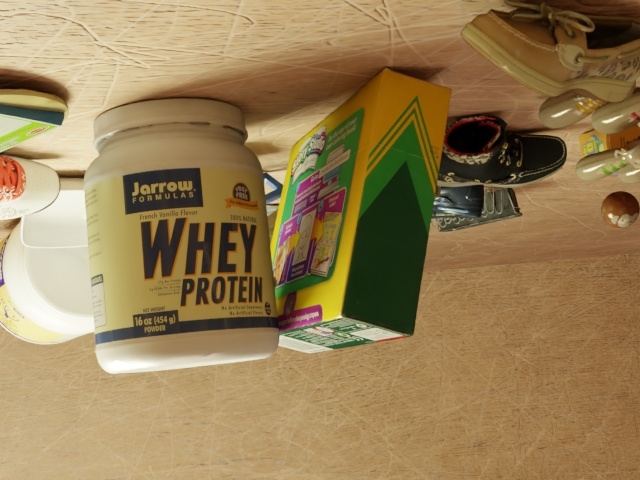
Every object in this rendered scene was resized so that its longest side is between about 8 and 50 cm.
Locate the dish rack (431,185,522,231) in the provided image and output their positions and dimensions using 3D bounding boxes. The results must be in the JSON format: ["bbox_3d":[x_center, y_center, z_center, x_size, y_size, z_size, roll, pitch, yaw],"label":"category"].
[{"bbox_3d":[0.269,-0.073,1.960,0.208,0.074,0.272,-15,168,43],"label":"dish rack"}]

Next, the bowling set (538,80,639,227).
[{"bbox_3d":[0.467,-0.128,1.329,0.287,0.199,0.154,-6,172,-33],"label":"bowling set"}]

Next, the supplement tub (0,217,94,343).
[{"bbox_3d":[-0.471,0.060,1.706,0.241,0.241,0.331,-2,171,-28],"label":"supplement tub"}]

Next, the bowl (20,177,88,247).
[{"bbox_3d":[-0.411,-0.051,1.500,0.142,0.053,0.142,-3,141,-29],"label":"bowl"}]

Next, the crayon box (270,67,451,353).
[{"bbox_3d":[0.032,-0.020,1.256,0.106,0.313,0.363,16,165,-17],"label":"crayon box"}]

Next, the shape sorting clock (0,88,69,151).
[{"bbox_3d":[-0.395,-0.139,1.070,0.206,0.040,0.206,-10,170,-2],"label":"shape sorting clock"}]

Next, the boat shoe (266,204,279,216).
[{"bbox_3d":[-0.072,-0.031,1.936,0.226,0.083,0.076,-6,171,-12],"label":"boat shoe"}]

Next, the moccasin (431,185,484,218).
[{"bbox_3d":[0.152,-0.060,1.791,0.342,0.116,0.138,-14,169,40],"label":"moccasin"}]

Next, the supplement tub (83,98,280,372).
[{"bbox_3d":[-0.182,0.000,1.208,0.236,0.324,0.235,-6,172,-1],"label":"supplement tub"}]

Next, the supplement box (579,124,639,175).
[{"bbox_3d":[0.561,-0.155,1.604,0.234,0.078,0.080,-2,174,-27],"label":"supplement box"}]

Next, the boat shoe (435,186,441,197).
[{"bbox_3d":[0.139,-0.104,1.577,0.094,0.109,0.302,-15,179,15],"label":"boat shoe"}]

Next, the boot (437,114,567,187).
[{"bbox_3d":[0.287,-0.141,1.458,0.237,0.085,0.178,-6,170,-1],"label":"boot"}]

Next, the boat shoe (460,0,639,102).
[{"bbox_3d":[0.253,-0.209,0.968,0.285,0.104,0.089,-5,136,-47],"label":"boat shoe"}]

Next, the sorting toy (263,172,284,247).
[{"bbox_3d":[0.000,0.000,1.521,0.348,0.047,0.196,26,-137,20],"label":"sorting toy"}]

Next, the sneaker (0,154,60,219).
[{"bbox_3d":[-0.462,-0.082,1.241,0.270,0.090,0.145,2,171,-34],"label":"sneaker"}]
